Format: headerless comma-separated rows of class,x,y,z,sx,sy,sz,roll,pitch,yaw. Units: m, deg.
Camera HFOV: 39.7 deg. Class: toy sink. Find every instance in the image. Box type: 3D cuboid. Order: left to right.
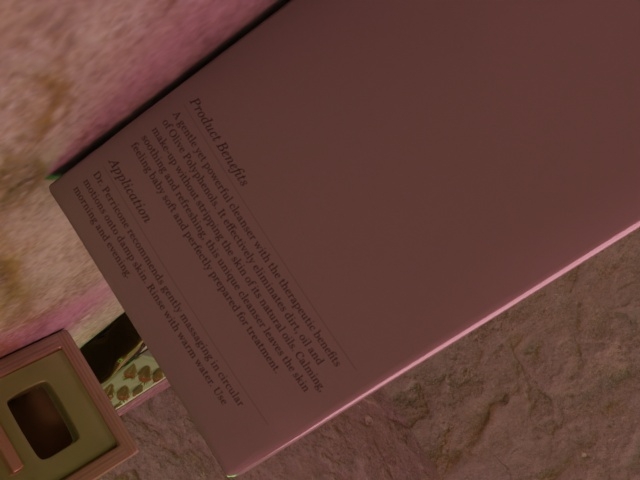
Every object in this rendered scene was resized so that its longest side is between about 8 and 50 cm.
toy sink,-0.325,0.213,0.867,0.234,0.153,0.131,-26,171,-46

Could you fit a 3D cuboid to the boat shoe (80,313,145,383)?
boat shoe,-0.252,0.136,1.112,0.152,0.056,0.049,-36,169,33

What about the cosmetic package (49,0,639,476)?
cosmetic package,0.064,-0.053,0.495,0.365,0.197,0.155,-33,175,12

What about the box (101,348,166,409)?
box,-0.289,0.221,1.639,0.324,0.063,0.067,-33,176,1
